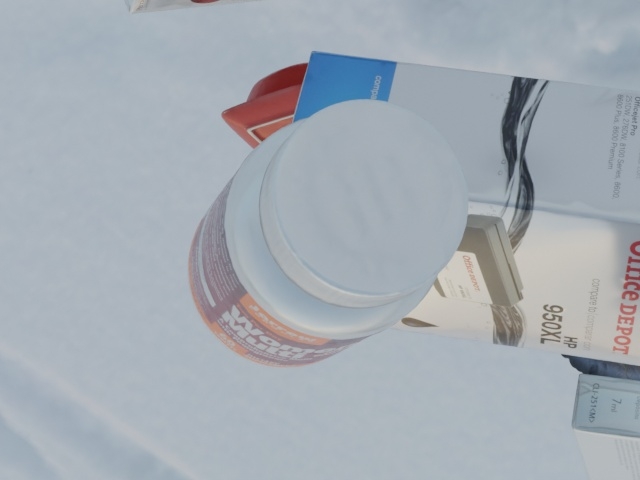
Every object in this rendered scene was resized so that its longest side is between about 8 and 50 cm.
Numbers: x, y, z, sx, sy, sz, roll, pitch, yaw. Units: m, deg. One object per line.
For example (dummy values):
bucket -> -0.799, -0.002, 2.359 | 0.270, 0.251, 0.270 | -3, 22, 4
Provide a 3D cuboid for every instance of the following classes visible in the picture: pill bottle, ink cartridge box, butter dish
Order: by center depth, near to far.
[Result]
pill bottle -> 0.000, 0.000, 0.871 | 0.121, 0.121, 0.221 | 37, 163, -4
ink cartridge box -> 0.368, 0.206, 1.477 | 0.238, 0.060, 0.275 | 5, 158, 17
ink cartridge box -> 0.174, -0.027, 1.625 | 0.394, 0.166, 0.285 | 8, 149, 10
butter dish -> -0.019, -0.174, 2.012 | 0.160, 0.118, 0.160 | -14, 142, 32

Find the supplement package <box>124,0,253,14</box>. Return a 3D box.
supplement package -> -0.160, -0.420, 2.053 | 0.194, 0.203, 0.149 | 113, 141, -53

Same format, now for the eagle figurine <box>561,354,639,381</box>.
eagle figurine -> 0.366, 0.053, 2.127 | 0.298, 0.225, 0.226 | 28, 122, -17
